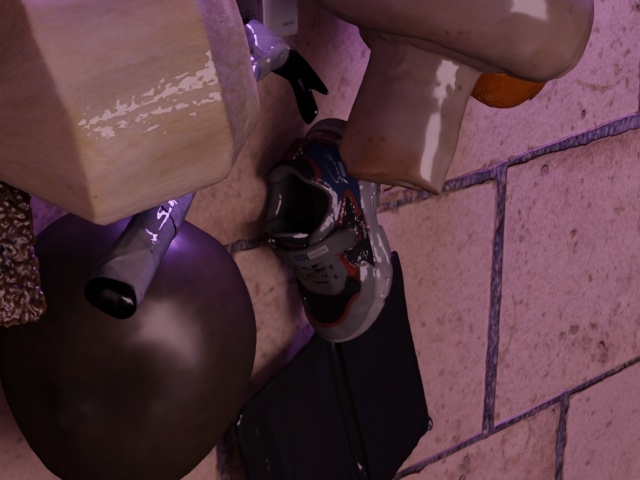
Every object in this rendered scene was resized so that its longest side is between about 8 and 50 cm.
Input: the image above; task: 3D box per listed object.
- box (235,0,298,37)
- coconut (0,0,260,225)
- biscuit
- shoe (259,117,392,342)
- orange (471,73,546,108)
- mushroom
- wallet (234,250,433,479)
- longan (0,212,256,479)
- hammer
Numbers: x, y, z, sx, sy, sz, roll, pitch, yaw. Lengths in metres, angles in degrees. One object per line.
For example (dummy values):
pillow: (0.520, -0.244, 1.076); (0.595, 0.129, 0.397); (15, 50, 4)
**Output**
box: (-0.051, -0.295, 1.691); (0.055, 0.039, 0.218); (-21, 116, -47)
coconut: (-0.162, -0.115, 1.338); (0.222, 0.202, 0.202); (-18, 120, -13)
biscuit: (-0.282, -0.044, 1.374); (0.131, 0.025, 0.231); (-9, 86, -31)
shoe: (-0.001, 0.000, 1.792); (0.125, 0.099, 0.227); (-26, 116, -56)
orange: (0.199, -0.209, 1.984); (0.117, 0.135, 0.135); (2, 101, -19)
mushroom: (0.099, -0.194, 1.738); (0.292, 0.292, 0.290); (8, 106, -54)
wallet: (0.022, 0.193, 1.935); (0.323, 0.041, 0.247); (-43, 133, -42)
longan: (-0.160, 0.091, 1.512); (0.246, 0.215, 0.246); (18, 66, -47)
hammer: (-0.110, -0.072, 1.494); (0.044, 0.152, 0.427); (-53, -175, 37)
